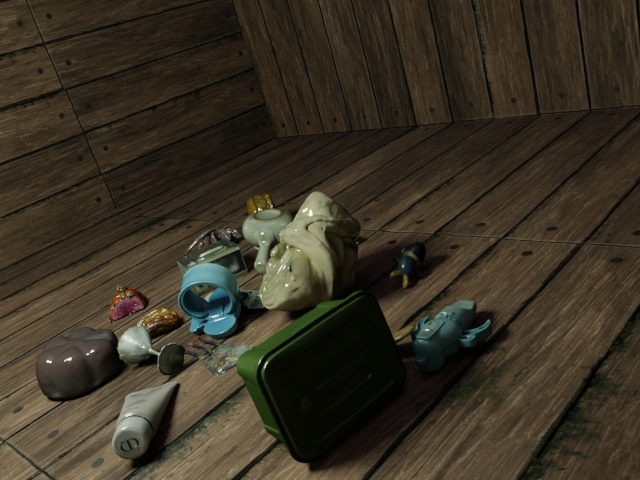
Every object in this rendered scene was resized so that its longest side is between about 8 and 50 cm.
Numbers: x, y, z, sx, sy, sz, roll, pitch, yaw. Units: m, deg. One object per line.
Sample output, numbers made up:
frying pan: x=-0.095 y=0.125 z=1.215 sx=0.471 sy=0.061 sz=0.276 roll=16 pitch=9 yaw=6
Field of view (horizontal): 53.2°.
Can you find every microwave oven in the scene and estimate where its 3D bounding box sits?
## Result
microwave oven: x=-0.394 y=0.088 z=2.313 sx=0.205 sy=0.129 sz=0.163 roll=-25 pitch=23 yaw=-23

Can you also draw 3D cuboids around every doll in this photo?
doll: x=0.265 y=0.070 z=1.910 sx=0.102 sy=0.089 sz=0.179 roll=34 pitch=53 yaw=12

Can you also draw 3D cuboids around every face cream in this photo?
face cream: x=-0.434 y=0.425 z=1.560 sx=0.143 sy=0.089 sz=0.314 roll=-17 pitch=9 yaw=-3

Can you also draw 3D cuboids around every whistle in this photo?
whistle: x=0.292 y=0.214 z=1.503 sx=0.186 sy=0.093 sz=0.274 roll=-1 pitch=22 yaw=39

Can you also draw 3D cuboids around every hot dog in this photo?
hot dog: x=-0.525 y=0.266 z=2.049 sx=0.147 sy=0.065 sz=0.099 roll=-19 pitch=30 yaw=-11

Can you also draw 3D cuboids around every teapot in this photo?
teapot: x=-0.210 y=-0.007 z=2.382 sx=0.220 sy=0.149 sz=0.318 roll=7 pitch=29 yaw=32

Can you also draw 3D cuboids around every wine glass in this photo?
wine glass: x=-0.477 y=0.314 z=1.817 sx=0.183 sy=0.122 sz=0.122 roll=6 pitch=30 yaw=40

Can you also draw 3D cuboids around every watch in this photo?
watch: x=-0.339 y=0.171 z=1.919 sx=0.211 sy=0.193 sz=0.211 roll=-17 pitch=37 yaw=13

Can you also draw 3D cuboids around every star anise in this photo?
star anise: x=-0.440 y=-0.007 z=2.654 sx=0.209 sy=0.089 sz=0.231 roll=-12 pitch=8 yaw=36

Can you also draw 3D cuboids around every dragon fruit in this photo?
dragon fruit: x=-0.702 y=0.214 z=2.278 sx=0.147 sy=0.096 sz=0.102 roll=-23 pitch=24 yaw=-11

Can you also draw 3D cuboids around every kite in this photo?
kite: x=-0.304 y=0.316 z=1.809 sx=0.245 sy=0.015 sz=0.141 roll=9 pitch=31 yaw=44

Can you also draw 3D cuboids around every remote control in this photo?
remote control: x=-0.265 y=0.197 z=2.047 sx=0.256 sy=0.045 sz=0.097 roll=-1 pitch=36 yaw=29

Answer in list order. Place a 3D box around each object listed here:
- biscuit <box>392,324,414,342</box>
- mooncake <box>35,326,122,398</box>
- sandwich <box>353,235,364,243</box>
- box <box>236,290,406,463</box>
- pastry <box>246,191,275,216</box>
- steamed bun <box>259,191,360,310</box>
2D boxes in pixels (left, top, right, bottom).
biscuit: x=0.167 y=0.245 z=1.544 sx=0.147 sy=0.018 sz=0.071 roll=-35 pitch=0 yaw=20
mooncake: x=-0.709 y=0.354 z=1.880 sx=0.245 sy=0.133 sz=0.245 roll=-8 pitch=19 yaw=3
sandwich: x=0.094 y=-0.006 z=2.311 sx=0.067 sy=0.029 sz=0.135 roll=-25 pitch=20 yaw=-35
box: x=-0.005 y=0.276 z=1.363 sx=0.328 sy=0.253 sz=0.178 roll=-29 pitch=14 yaw=-33
pastry: x=-0.236 y=-0.102 z=2.621 sx=0.103 sy=0.189 sz=0.189 roll=-18 pitch=20 yaw=-12
steamed bun: x=-0.005 y=0.054 z=1.880 sx=0.247 sy=0.339 sz=0.352 roll=29 pitch=31 yaw=11
